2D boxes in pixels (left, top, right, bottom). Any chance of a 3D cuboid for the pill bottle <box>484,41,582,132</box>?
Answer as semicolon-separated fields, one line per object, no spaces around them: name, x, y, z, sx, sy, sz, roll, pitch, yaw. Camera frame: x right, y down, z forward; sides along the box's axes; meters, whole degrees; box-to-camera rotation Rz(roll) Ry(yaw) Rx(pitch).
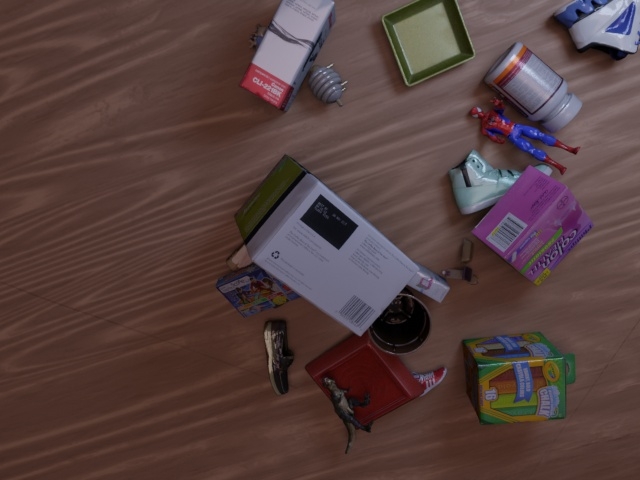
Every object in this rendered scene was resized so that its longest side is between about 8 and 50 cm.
pill bottle;0.529;-0.377;1.258;0.221;0.121;0.121;38;101;-5

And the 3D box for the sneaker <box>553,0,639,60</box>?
sneaker;0.747;-0.546;1.220;0.315;0.127;0.182;-24;103;15

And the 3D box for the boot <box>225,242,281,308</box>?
boot;-0.117;0.049;1.417;0.207;0.090;0.248;43;100;-17

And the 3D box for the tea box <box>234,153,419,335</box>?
tea box;0.000;0.000;1.214;0.329;0.323;0.220;39;96;-24

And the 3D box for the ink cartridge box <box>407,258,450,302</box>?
ink cartridge box;0.284;0.108;1.386;0.122;0.088;0.052;30;104;-2

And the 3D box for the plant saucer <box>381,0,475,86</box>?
plant saucer;0.272;-0.514;1.285;0.188;0.045;0.189;-22;99;7

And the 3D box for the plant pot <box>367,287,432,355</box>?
plant pot;0.207;0.201;1.371;0.166;0.165;0.167;1;101;4

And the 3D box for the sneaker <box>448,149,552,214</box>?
sneaker;0.463;-0.182;1.316;0.255;0.094;0.151;-23;96;6

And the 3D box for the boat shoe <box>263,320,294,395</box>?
boat shoe;-0.113;0.340;1.462;0.073;0.080;0.224;-9;96;10

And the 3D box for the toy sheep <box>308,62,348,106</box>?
toy sheep;0.019;-0.400;1.304;0.091;0.091;0.132;-40;78;10

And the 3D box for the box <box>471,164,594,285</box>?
box;0.534;-0.029;1.265;0.242;0.117;0.214;28;105;-45

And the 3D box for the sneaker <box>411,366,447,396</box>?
sneaker;0.306;0.396;1.466;0.067;0.042;0.118;42;103;-8

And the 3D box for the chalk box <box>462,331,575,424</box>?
chalk box;0.554;0.369;1.375;0.288;0.179;0.181;-7;101;5

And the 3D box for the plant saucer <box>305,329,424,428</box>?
plant saucer;0.122;0.411;1.456;0.258;0.048;0.259;-36;96;19

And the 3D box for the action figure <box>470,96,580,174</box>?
action figure;0.494;-0.266;1.255;0.280;0.139;0.092;33;108;18

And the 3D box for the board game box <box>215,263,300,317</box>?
board game box;-0.166;0.127;1.372;0.201;0.035;0.136;-22;122;24

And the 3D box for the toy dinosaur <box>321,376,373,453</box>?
toy dinosaur;0.088;0.489;1.432;0.118;0.064;0.269;-10;106;30

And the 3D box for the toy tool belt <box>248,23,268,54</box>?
toy tool belt;-0.162;-0.519;1.315;0.051;0.052;0.083;28;100;30

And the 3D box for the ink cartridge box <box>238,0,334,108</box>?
ink cartridge box;-0.074;-0.466;1.239;0.114;0.197;0.273;28;102;-4

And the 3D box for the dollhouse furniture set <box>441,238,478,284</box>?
dollhouse furniture set;0.391;0.058;1.411;0.081;0.091;0.115;1;76;43
